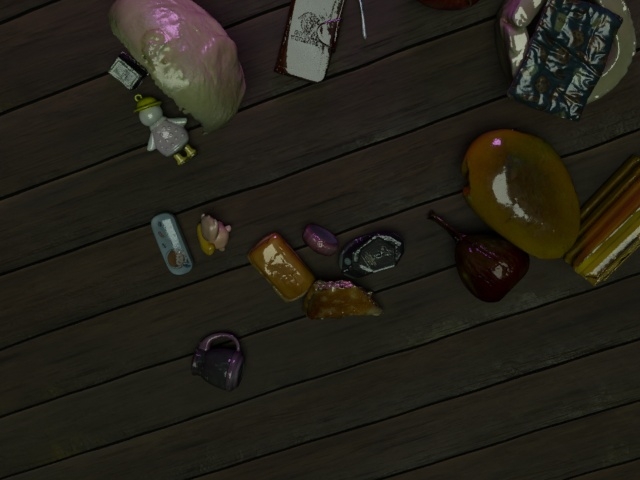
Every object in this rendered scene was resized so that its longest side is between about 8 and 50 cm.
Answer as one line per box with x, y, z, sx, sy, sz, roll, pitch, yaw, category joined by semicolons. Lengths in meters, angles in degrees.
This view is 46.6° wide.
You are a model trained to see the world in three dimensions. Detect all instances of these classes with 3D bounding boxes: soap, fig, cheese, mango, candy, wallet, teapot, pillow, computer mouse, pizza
0.751;-0.048;1.889;0.096;0.204;0.324;36;107;-16;soap
0.399;0.050;1.956;0.290;0.190;0.191;19;110;11;fig
0.564;-0.484;1.751;0.292;0.153;0.332;-25;108;9;cheese
0.505;-0.114;1.846;0.253;0.182;0.365;-35;89;-3;mango
0.000;0.000;1.958;0.103;0.103;0.043;30;108;-10;candy
-0.019;-0.517;1.804;0.137;0.031;0.255;14;110;-5;wallet
-0.290;0.341;2.082;0.146;0.116;0.148;12;114;6;teapot
0.554;-0.412;1.680;0.189;0.034;0.255;16;111;-7;pillow
0.139;0.033;1.993;0.192;0.062;0.106;-25;109;15;computer mouse
0.061;0.156;2.026;0.226;0.069;0.147;-6;132;-3;pizza

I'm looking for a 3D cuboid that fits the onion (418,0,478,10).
0.303;-0.649;1.699;0.248;0.161;0.248;0;89;-1;onion

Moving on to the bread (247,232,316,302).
-0.103;0.079;2.007;0.116;0.077;0.200;-38;107;5;bread

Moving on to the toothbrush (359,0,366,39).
0.095;-0.569;1.795;0.017;0.014;0.162;-1;112;20;toothbrush

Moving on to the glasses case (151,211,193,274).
-0.397;0.009;1.991;0.067;0.045;0.178;-16;110;7;glasses case

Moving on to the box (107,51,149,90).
-0.477;-0.414;1.825;0.084;0.063;0.060;41;106;-13;box

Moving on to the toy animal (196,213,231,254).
-0.281;-0.025;1.969;0.082;0.091;0.114;-10;127;-26;toy animal

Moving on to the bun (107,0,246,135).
-0.303;-0.426;1.688;0.202;0.364;0.364;-41;105;2;bun

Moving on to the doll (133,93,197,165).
-0.396;-0.282;1.866;0.129;0.081;0.207;-36;104;4;doll
